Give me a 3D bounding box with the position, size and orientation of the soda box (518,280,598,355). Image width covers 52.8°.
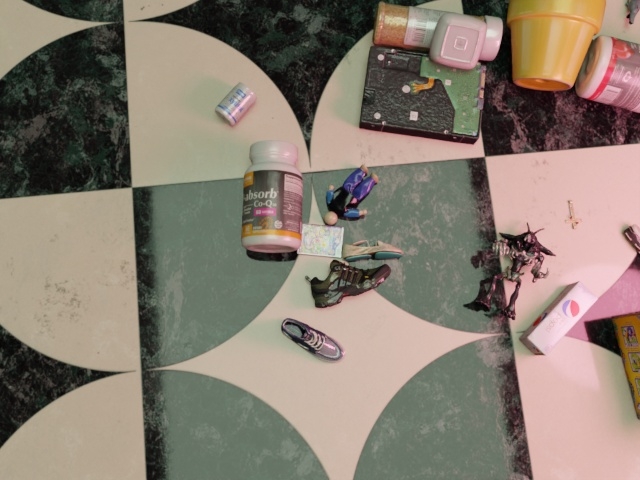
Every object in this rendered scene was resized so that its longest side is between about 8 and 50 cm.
[{"bbox_3d":[0.635,0.210,1.723,0.216,0.074,0.069,-44,84,-9],"label":"soda box"}]

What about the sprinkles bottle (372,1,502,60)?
[{"bbox_3d":[0.330,-0.597,1.839,0.355,0.121,0.121,8,79,0],"label":"sprinkles bottle"}]

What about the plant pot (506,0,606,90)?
[{"bbox_3d":[0.637,-0.552,1.790,0.253,0.254,0.239,9,93,0],"label":"plant pot"}]

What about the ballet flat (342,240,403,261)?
[{"bbox_3d":[0.142,0.023,1.753,0.168,0.057,0.053,-3,70,-3],"label":"ballet flat"}]

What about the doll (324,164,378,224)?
[{"bbox_3d":[0.080,-0.117,1.780,0.129,0.046,0.189,41,81,7],"label":"doll"}]

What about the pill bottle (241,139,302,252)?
[{"bbox_3d":[-0.127,-0.114,1.714,0.162,0.162,0.279,1,79,-2],"label":"pill bottle"}]

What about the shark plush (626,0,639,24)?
[{"bbox_3d":[0.934,-0.716,1.907,0.073,0.067,0.161,34,80,4],"label":"shark plush"}]

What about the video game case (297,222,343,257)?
[{"bbox_3d":[0.000,0.000,1.773,0.121,0.011,0.087,6,79,-1],"label":"video game case"}]

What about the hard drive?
[{"bbox_3d":[0.290,-0.411,1.833,0.338,0.064,0.237,7,79,0],"label":"hard drive"}]

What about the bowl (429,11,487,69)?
[{"bbox_3d":[0.379,-0.543,1.765,0.142,0.053,0.142,13,115,-1],"label":"bowl"}]

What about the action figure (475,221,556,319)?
[{"bbox_3d":[0.525,0.067,1.715,0.164,0.141,0.276,24,81,14],"label":"action figure"}]

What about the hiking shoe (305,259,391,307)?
[{"bbox_3d":[0.075,0.095,1.720,0.226,0.086,0.114,-22,84,-5],"label":"hiking shoe"}]

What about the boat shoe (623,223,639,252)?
[{"bbox_3d":[0.892,0.014,1.786,0.125,0.038,0.046,53,40,2],"label":"boat shoe"}]

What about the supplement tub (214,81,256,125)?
[{"bbox_3d":[-0.238,-0.381,1.806,0.071,0.071,0.107,38,81,5],"label":"supplement tub"}]

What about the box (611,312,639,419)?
[{"bbox_3d":[0.962,0.304,1.664,0.289,0.177,0.280,-9,80,-4],"label":"box"}]

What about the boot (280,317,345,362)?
[{"bbox_3d":[-0.021,0.264,1.685,0.189,0.086,0.069,26,80,3],"label":"boot"}]

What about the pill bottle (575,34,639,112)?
[{"bbox_3d":[0.900,-0.450,1.802,0.318,0.176,0.177,15,79,1],"label":"pill bottle"}]

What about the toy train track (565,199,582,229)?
[{"bbox_3d":[0.710,-0.073,1.808,0.048,0.014,0.083,-5,79,-3],"label":"toy train track"}]
